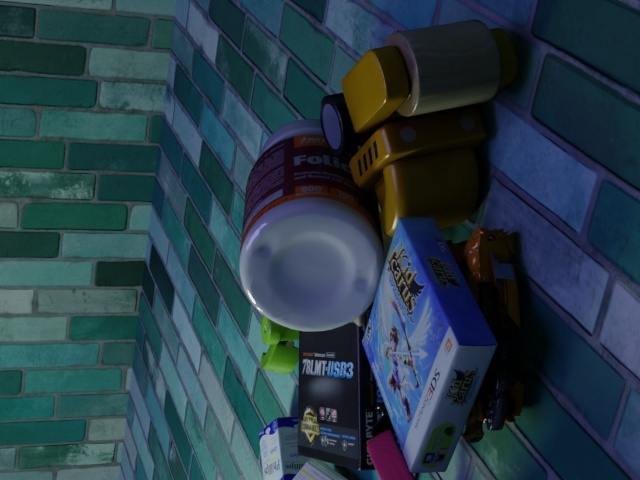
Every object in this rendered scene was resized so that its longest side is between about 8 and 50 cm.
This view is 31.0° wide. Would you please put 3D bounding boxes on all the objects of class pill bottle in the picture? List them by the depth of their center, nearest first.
[{"bbox_3d":[-0.014,-0.042,1.888,0.392,0.224,0.224,-93,13,-63],"label":"pill bottle"}]

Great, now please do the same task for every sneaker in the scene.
[{"bbox_3d":[0.116,0.334,1.890,0.063,0.075,0.170,-159,71,-67],"label":"sneaker"}]

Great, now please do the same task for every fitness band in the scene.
[{"bbox_3d":[0.156,0.401,1.649,0.291,0.054,0.209,60,-177,36],"label":"fitness band"}]

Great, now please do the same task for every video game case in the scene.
[{"bbox_3d":[0.142,0.143,1.618,0.269,0.061,0.244,-111,29,-49],"label":"video game case"}]

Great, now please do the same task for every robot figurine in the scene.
[{"bbox_3d":[0.220,0.136,1.620,0.211,0.085,0.291,158,112,-67],"label":"robot figurine"}]

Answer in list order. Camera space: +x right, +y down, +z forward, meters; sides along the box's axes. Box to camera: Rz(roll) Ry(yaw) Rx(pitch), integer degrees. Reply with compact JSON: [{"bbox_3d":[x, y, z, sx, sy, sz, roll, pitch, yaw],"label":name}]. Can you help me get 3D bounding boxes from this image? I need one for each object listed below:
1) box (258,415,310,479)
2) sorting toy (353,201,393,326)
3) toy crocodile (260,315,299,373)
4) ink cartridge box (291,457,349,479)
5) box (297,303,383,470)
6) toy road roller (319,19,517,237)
[{"bbox_3d":[-0.069,0.441,2.362,0.126,0.072,0.137,131,135,-60],"label":"box"},{"bbox_3d":[0.091,0.040,1.949,0.196,0.047,0.348,-60,24,3],"label":"sorting toy"},{"bbox_3d":[-0.062,0.103,2.297,0.105,0.115,0.340,-154,66,-67],"label":"toy crocodile"},{"bbox_3d":[-0.037,0.523,2.114,0.235,0.056,0.171,-50,24,-11],"label":"ink cartridge box"},{"bbox_3d":[0.039,0.255,2.099,0.295,0.073,0.293,172,98,-67],"label":"box"},{"bbox_3d":[0.152,-0.148,1.666,0.329,0.202,0.240,135,120,-67],"label":"toy road roller"}]
